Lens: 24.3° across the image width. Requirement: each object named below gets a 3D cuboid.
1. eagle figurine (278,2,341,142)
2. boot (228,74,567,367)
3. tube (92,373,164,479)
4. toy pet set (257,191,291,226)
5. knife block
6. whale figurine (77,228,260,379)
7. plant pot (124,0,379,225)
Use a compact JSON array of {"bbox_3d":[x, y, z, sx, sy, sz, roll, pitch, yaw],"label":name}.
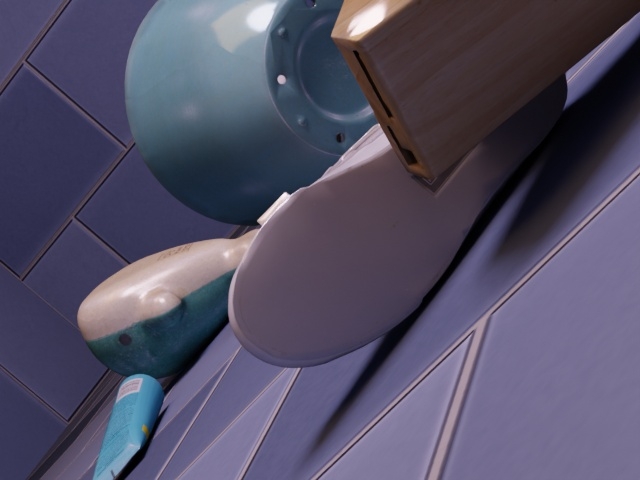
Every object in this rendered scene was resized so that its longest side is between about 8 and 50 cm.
[{"bbox_3d":[0.043,-0.245,2.045,0.225,0.226,0.298,-29,-4,-11],"label":"eagle figurine"},{"bbox_3d":[0.039,-0.010,0.869,0.258,0.095,0.123,-42,-4,-23],"label":"boot"},{"bbox_3d":[-0.204,0.203,1.576,0.080,0.052,0.207,-53,9,14],"label":"tube"},{"bbox_3d":[0.000,0.000,1.372,0.122,0.065,0.114,-46,-30,-2],"label":"toy pet set"},{"bbox_3d":[0.148,-0.170,0.785,0.242,0.088,0.275,-18,30,25],"label":"knife block"},{"bbox_3d":[-0.162,0.080,1.846,0.272,0.141,0.216,-23,10,9],"label":"whale figurine"},{"bbox_3d":[-0.029,-0.166,1.571,0.293,0.293,0.235,-51,20,-20],"label":"plant pot"}]
